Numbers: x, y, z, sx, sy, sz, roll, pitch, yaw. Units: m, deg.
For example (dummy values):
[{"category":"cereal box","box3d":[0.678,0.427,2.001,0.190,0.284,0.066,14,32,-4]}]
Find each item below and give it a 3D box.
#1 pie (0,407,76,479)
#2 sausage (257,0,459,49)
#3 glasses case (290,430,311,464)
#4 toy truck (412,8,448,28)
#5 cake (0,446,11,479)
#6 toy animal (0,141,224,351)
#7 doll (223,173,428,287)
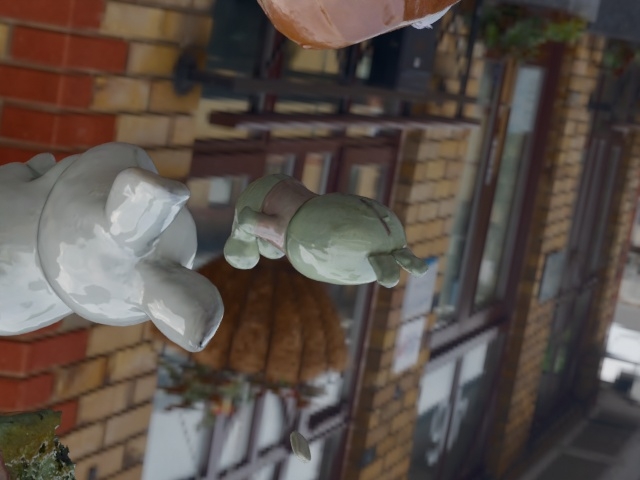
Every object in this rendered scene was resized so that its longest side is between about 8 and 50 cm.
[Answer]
[{"category":"pie","box3d":[-0.424,0.434,1.922,0.078,0.371,0.296,-10,-149,43]},{"category":"sausage","box3d":[0.041,-0.257,1.158,0.153,0.141,0.268,-12,-168,38]},{"category":"glasses case","box3d":[-0.034,0.357,2.211,0.032,0.021,0.083,43,-170,-22]},{"category":"toy truck","box3d":[0.154,-0.361,1.429,0.124,0.268,0.155,39,-177,-35]},{"category":"cake","box3d":[-0.356,0.311,1.321,0.098,0.135,0.287,-11,-134,-21]},{"category":"toy animal","box3d":[-0.245,0.016,1.312,0.367,0.196,0.241,-3,-156,36]},{"category":"doll","box3d":[-0.002,-0.013,1.444,0.154,0.113,0.275,-9,-167,-44]}]
